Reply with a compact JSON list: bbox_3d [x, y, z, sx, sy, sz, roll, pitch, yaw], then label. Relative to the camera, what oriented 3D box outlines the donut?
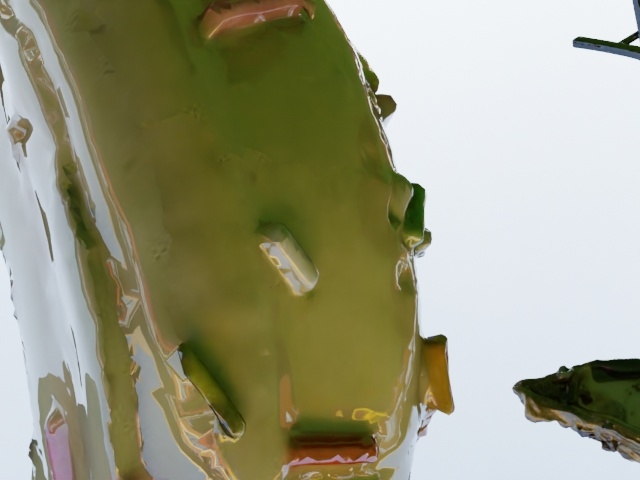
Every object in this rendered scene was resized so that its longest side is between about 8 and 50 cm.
[{"bbox_3d":[-0.070,0.006,0.535,0.150,0.307,0.371,-11,-100,-25],"label":"donut"}]

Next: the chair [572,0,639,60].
[{"bbox_3d":[0.314,-0.196,1.041,0.101,0.084,0.212,-33,-146,-20],"label":"chair"}]

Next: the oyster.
[{"bbox_3d":[0.342,0.148,1.084,0.345,0.078,0.129,1,-120,6],"label":"oyster"}]
